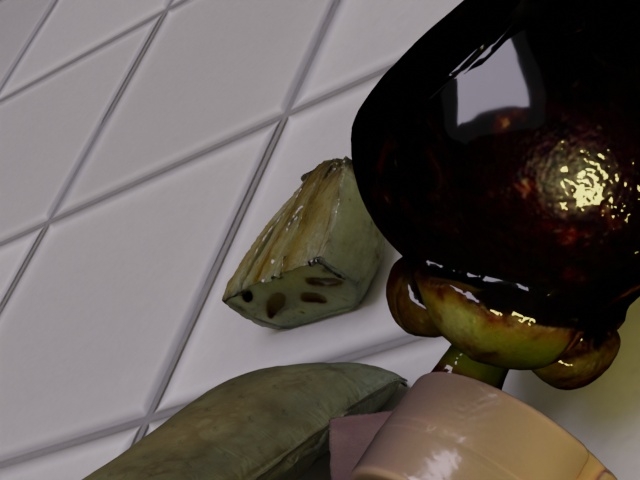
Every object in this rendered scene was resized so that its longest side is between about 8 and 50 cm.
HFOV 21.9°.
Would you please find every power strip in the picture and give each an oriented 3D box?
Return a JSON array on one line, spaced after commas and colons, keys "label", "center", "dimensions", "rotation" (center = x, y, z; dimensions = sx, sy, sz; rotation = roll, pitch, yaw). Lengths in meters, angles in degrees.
[{"label": "power strip", "center": [0.095, 0.149, 0.943], "dimensions": [0.154, 0.154, 0.078], "rotation": [2, 50, 56]}]

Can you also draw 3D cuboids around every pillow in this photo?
[{"label": "pillow", "center": [-0.083, 0.161, 1.173], "dimensions": [0.185, 0.075, 0.302], "rotation": [-13, 12, 42]}]

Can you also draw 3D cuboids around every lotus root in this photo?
[{"label": "lotus root", "center": [0.004, 0.002, 1.385], "dimensions": [0.143, 0.070, 0.144], "rotation": [-17, 41, 54]}]

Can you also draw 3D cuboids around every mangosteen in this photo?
[{"label": "mangosteen", "center": [0.136, -0.033, 1.056], "dimensions": [0.287, 0.233, 0.287], "rotation": [-39, 21, 18]}]

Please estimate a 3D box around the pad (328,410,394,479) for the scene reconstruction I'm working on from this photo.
[{"label": "pad", "center": [0.061, 0.171, 1.067], "dimensions": [0.113, 0.006, 0.188], "rotation": [-7, 35, 5]}]
